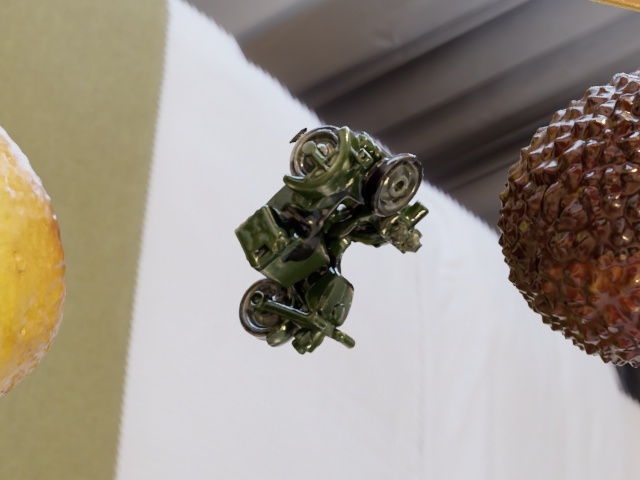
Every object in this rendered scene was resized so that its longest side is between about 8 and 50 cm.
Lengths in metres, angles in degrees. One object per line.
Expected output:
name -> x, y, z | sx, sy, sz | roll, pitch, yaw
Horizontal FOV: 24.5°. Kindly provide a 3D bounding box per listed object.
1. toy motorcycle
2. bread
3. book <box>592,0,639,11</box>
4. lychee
toy motorcycle -> 0.000, 0.000, 1.595 | 0.127, 0.275, 0.205 | 49, 7, 35
bread -> -0.442, 0.018, 1.504 | 0.215, 0.398, 0.398 | -26, 91, -53
book -> 0.259, -0.253, 0.867 | 0.373, 0.263, 0.028 | 11, 13, -11
lychee -> 0.303, -0.021, 1.358 | 0.275, 0.304, 0.276 | 14, 36, -10
